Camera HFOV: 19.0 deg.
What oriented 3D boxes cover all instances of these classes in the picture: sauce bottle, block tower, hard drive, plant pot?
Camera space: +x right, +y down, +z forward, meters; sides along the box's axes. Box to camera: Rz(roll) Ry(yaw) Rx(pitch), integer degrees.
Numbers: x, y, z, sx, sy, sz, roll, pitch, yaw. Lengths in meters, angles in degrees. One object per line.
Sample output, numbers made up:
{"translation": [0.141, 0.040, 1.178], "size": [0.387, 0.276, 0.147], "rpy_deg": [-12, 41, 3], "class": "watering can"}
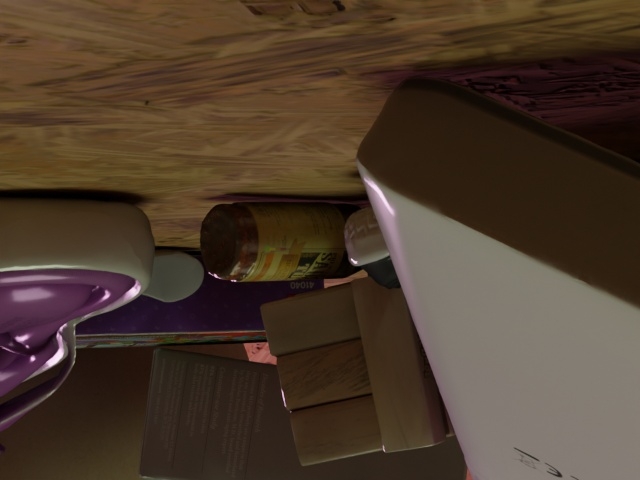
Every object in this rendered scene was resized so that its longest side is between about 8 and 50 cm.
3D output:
{"translation": [0.000, 0.000, 0.989], "size": [0.128, 0.042, 0.042], "rpy_deg": [-1, 175, -35], "class": "sauce bottle"}
{"translation": [0.088, 0.053, 1.092], "size": [0.097, 0.091, 0.335], "rpy_deg": [-14, 177, 28], "class": "block tower"}
{"translation": [0.147, 0.077, 0.732], "size": [0.233, 0.047, 0.353], "rpy_deg": [26, 164, 20], "class": "hard drive"}
{"translation": [-0.203, 0.141, 1.594], "size": [0.274, 0.256, 0.256], "rpy_deg": [-19, -177, -27], "class": "plant pot"}

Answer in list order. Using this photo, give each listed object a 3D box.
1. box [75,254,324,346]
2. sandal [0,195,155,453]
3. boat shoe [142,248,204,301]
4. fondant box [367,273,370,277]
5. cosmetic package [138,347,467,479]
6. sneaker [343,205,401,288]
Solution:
{"translation": [-0.159, 0.046, 1.354], "size": [0.293, 0.057, 0.201], "rpy_deg": [-1, 175, -12], "class": "box"}
{"translation": [-0.206, 0.069, 1.069], "size": [0.169, 0.102, 0.416], "rpy_deg": [2, 164, -18], "class": "sandal"}
{"translation": [-0.122, 0.019, 1.238], "size": [0.100, 0.035, 0.035], "rpy_deg": [-3, -156, -41], "class": "boat shoe"}
{"translation": [0.229, 0.054, 1.420], "size": [0.330, 0.096, 0.238], "rpy_deg": [-1, 176, -20], "class": "fondant box"}
{"translation": [-0.008, 0.144, 1.409], "size": [0.238, 0.107, 0.127], "rpy_deg": [5, 173, 0], "class": "cosmetic package"}
{"translation": [0.146, 0.043, 0.901], "size": [0.269, 0.153, 0.101], "rpy_deg": [-1, 175, -14], "class": "sneaker"}
